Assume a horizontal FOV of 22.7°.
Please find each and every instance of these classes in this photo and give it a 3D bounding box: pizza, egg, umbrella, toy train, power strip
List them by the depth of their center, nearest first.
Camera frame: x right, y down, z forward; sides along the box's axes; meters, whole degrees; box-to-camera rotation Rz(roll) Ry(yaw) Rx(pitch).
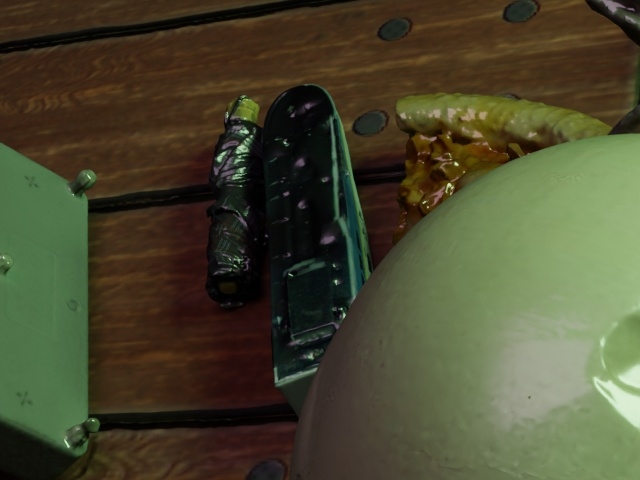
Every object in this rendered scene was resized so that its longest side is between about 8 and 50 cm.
[{"bbox_3d":[0.103,0.082,0.620,0.219,0.219,0.269,8,59,34],"label":"egg"},{"bbox_3d":[0.116,-0.009,0.819,0.134,0.056,0.271,-26,41,-9],"label":"pizza"},{"bbox_3d":[0.000,0.000,0.876,0.052,0.051,0.233,-19,40,11],"label":"toy train"},{"bbox_3d":[-0.193,0.019,0.889,0.061,0.145,0.215,-41,37,27],"label":"power strip"},{"bbox_3d":[-0.048,-0.025,0.934,0.037,0.040,0.144,-8,50,12],"label":"umbrella"}]

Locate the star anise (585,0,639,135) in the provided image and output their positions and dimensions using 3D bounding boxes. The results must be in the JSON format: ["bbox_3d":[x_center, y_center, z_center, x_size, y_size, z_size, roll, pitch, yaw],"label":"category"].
[{"bbox_3d":[0.231,-0.053,0.738,0.212,0.073,0.196,-19,78,-21],"label":"star anise"}]
